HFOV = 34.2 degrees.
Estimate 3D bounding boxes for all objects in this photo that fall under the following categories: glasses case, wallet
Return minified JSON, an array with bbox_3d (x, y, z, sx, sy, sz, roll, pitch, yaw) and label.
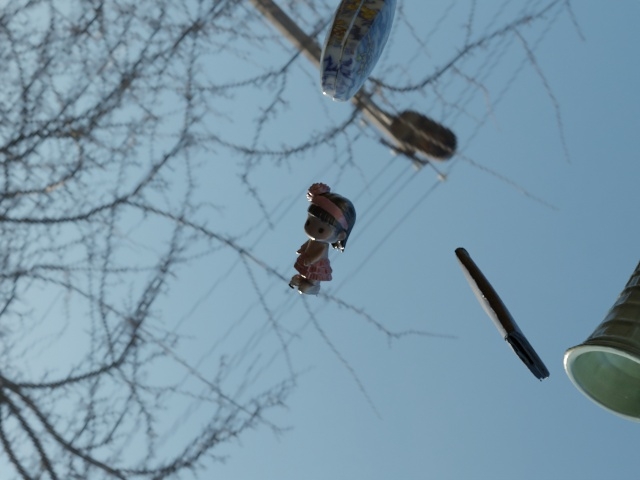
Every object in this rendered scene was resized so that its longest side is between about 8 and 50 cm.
[{"bbox_3d":[0.046,-0.243,1.191,0.065,0.086,0.248,13,-143,8],"label":"glasses case"},{"bbox_3d":[0.282,0.118,1.635,0.031,0.137,0.255,-33,-149,5],"label":"wallet"}]

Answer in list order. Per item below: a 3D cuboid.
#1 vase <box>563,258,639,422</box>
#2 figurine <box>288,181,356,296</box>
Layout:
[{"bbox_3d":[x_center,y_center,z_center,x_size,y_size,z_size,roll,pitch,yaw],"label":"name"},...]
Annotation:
[{"bbox_3d":[0.421,0.063,1.261,0.143,0.143,0.299,-1,-137,48],"label":"vase"},{"bbox_3d":[0.000,0.000,1.231,0.072,0.054,0.129,36,-65,49],"label":"figurine"}]
